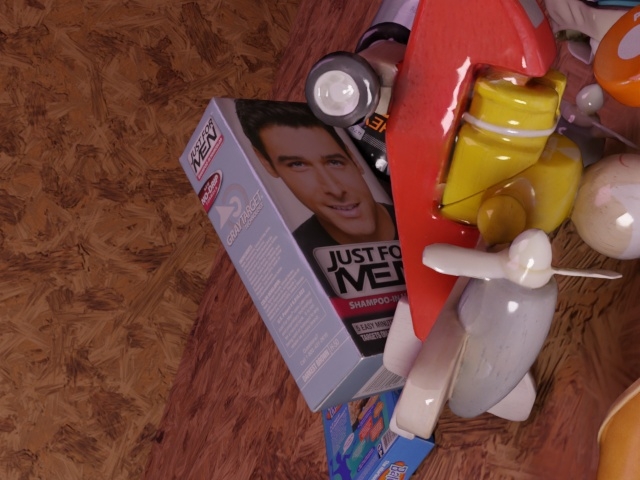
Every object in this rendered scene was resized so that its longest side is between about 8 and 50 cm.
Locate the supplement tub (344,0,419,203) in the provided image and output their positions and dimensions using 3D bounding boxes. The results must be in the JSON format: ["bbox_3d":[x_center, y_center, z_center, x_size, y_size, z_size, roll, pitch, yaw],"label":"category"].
[{"bbox_3d":[0.114,-0.176,1.149,0.316,0.194,0.193,-63,17,14],"label":"supplement tub"}]

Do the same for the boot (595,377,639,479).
[{"bbox_3d":[0.226,0.217,0.493,0.211,0.104,0.295,-104,35,-55],"label":"boot"}]

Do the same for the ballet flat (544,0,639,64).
[{"bbox_3d":[0.303,-0.218,0.861,0.086,0.086,0.248,-61,16,17],"label":"ballet flat"}]

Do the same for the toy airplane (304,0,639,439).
[{"bbox_3d":[0.162,-0.003,0.707,0.273,0.384,0.385,0,69,24],"label":"toy airplane"}]

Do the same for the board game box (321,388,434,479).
[{"bbox_3d":[0.063,0.226,1.024,0.160,0.047,0.210,-59,19,25],"label":"board game box"}]

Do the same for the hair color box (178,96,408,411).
[{"bbox_3d":[0.000,0.000,0.981,0.113,0.185,0.374,-54,55,37],"label":"hair color box"}]

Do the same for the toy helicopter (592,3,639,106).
[{"bbox_3d":[0.370,-0.151,0.530,0.235,0.140,0.355,-58,28,-2],"label":"toy helicopter"}]
